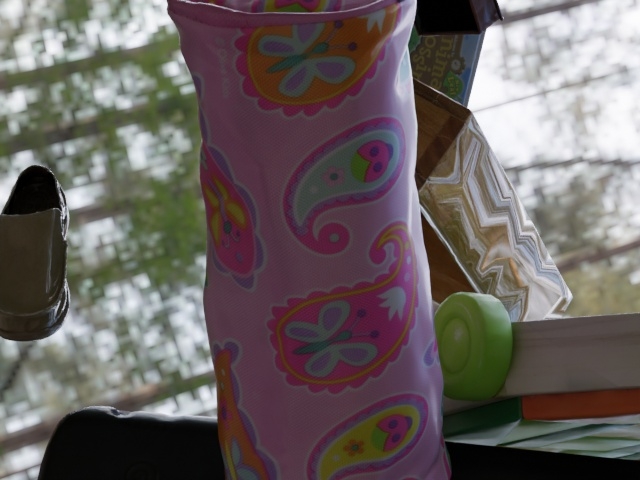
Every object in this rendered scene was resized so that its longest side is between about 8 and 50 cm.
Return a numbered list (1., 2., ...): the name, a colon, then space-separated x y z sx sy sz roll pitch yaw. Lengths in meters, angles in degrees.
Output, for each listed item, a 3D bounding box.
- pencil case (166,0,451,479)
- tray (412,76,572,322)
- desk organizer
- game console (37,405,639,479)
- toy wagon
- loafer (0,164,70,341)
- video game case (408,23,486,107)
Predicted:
1. pencil case: 0.000 0.000 0.930 0.124 0.124 0.284 22 -57 49
2. tray: 0.061 -0.041 1.479 0.203 0.076 0.411 32 -8 24
3. desk organizer: 0.086 -0.202 1.419 0.047 0.050 0.130 36 -20 41
4. game console: 0.016 0.258 0.972 0.060 0.386 0.342 70 27 -66
5. toy wagon: 0.140 0.093 1.132 0.344 0.267 0.068 -26 -119 59
6. loafer: -0.194 0.006 1.276 0.148 0.056 0.050 -99 -177 -48
7. video game case: 0.079 -0.188 2.037 0.023 0.193 0.212 16 -87 61
